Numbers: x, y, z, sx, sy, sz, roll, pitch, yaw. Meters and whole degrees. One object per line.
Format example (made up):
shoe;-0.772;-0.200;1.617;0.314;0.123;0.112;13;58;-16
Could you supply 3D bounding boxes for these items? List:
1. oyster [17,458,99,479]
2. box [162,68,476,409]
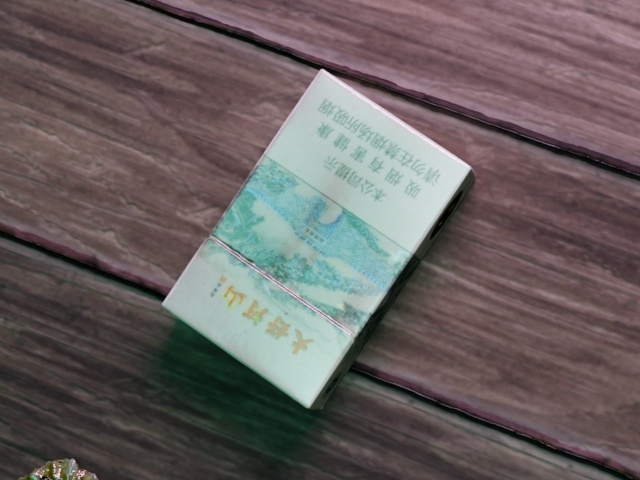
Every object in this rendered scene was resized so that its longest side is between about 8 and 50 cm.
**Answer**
oyster;-0.238;0.271;1.564;0.121;0.045;0.146;12;85;25
box;0.000;0.000;1.532;0.164;0.069;0.256;34;90;12
